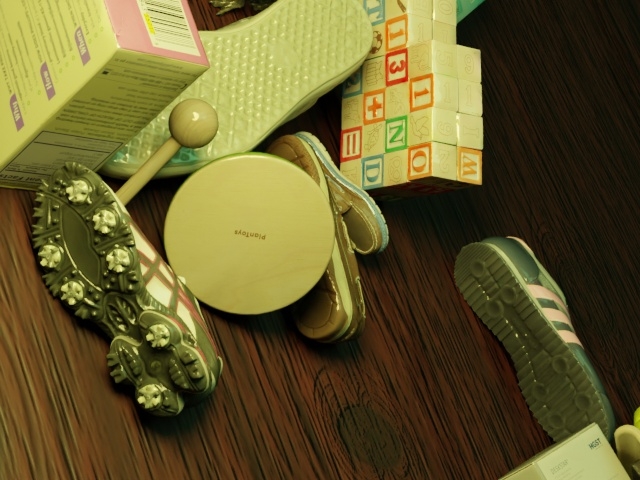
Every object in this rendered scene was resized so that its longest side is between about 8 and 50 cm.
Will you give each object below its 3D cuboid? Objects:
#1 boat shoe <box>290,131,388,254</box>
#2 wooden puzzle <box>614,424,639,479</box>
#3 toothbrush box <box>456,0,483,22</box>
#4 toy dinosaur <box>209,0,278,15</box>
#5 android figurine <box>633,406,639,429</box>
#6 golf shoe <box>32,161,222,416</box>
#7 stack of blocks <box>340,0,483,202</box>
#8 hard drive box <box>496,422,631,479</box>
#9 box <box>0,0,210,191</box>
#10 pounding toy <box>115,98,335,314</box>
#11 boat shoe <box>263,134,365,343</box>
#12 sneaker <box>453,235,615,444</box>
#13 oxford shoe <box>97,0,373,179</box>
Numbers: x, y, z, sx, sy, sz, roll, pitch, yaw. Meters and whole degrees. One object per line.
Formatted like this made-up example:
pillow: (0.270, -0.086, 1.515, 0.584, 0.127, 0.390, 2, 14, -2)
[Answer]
boat shoe: (0.006, -0.048, 1.811, 0.183, 0.066, 0.066, 48, 39, 10)
wooden puzzle: (0.446, 0.362, 1.834, 0.238, 0.044, 0.221, 51, -11, 37)
toothbrush box: (0.124, -0.408, 2.133, 0.295, 0.126, 0.216, -42, 120, -54)
toy dinosaur: (-0.067, -0.331, 1.914, 0.268, 0.118, 0.064, 20, 48, -40)
android figurine: (0.523, 0.337, 2.045, 0.248, 0.056, 0.273, 46, 25, -12)
golf shoe: (-0.192, 0.047, 1.485, 0.272, 0.105, 0.120, 61, 18, 4)
stack of blocks: (0.113, -0.208, 1.873, 0.087, 0.171, 0.297, 8, 78, -39)
hard drive box: (0.325, 0.359, 1.798, 0.181, 0.089, 0.232, -15, 73, -54)
box: (-0.252, -0.200, 1.480, 0.117, 0.243, 0.213, 6, 55, -47)
pounding toy: (-0.100, -0.037, 1.612, 0.237, 0.183, 0.110, 37, 13, -17)
boat shoe: (-0.006, 0.003, 1.734, 0.095, 0.095, 0.257, 20, 54, -53)
sneaker: (0.308, 0.129, 1.957, 0.131, 0.112, 0.319, -17, 75, -50)
oxford shoe: (-0.118, -0.173, 1.729, 0.449, 0.130, 0.169, -32, 92, -40)
